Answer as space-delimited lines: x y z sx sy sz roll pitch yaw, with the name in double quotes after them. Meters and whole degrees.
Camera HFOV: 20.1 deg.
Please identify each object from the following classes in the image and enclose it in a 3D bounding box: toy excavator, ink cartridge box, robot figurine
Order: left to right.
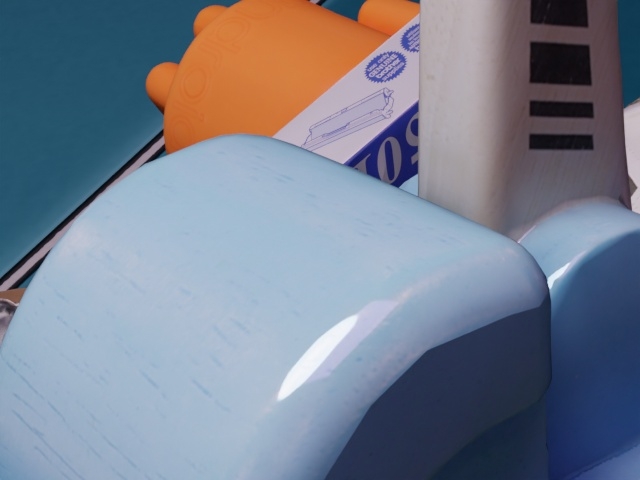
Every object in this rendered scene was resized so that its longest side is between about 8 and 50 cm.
0.000 0.000 0.792 0.207 0.097 0.046 -41 46 -13 "ink cartridge box"
0.006 -0.050 0.936 0.158 0.128 0.219 -21 36 -39 "robot figurine"
0.048 0.008 0.579 0.433 0.445 0.222 -21 30 -29 "toy excavator"

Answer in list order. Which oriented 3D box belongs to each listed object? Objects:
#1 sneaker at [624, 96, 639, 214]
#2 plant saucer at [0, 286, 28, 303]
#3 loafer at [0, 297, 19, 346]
0.245 0.064 0.746 0.257 0.169 0.447 -38 37 -19 "sneaker"
-0.147 0.110 0.835 0.278 0.041 0.278 -6 38 5 "plant saucer"
-0.212 0.134 0.710 0.109 0.095 0.302 34 72 28 "loafer"
